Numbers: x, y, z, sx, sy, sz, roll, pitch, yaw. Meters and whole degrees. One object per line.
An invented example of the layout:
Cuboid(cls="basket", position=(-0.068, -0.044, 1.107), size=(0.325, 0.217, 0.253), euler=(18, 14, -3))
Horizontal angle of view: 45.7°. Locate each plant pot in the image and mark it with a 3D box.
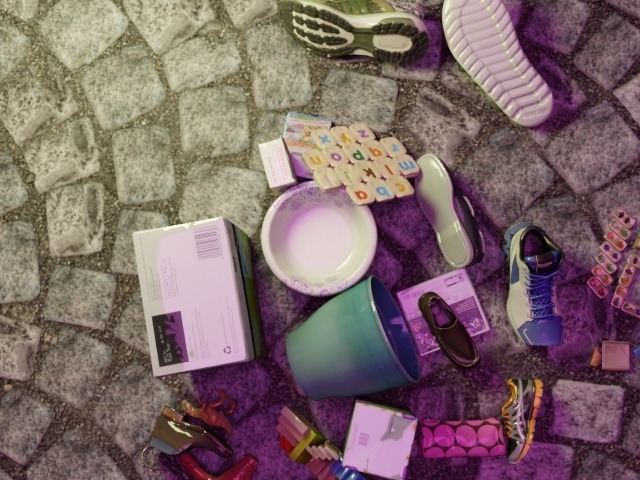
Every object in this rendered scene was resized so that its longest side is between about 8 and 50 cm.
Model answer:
Cuboid(cls="plant pot", position=(0.066, 0.256, 1.820), size=(0.255, 0.271, 0.272), euler=(-24, 82, 13))

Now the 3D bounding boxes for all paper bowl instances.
Cuboid(cls="paper bowl", position=(0.000, 0.000, 1.900), size=(0.284, 0.148, 0.284), euler=(0, 83, 2))

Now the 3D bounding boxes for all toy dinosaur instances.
Cuboid(cls="toy dinosaur", position=(-0.254, 0.435, 1.881), size=(0.211, 0.064, 0.112), euler=(14, 56, 41))

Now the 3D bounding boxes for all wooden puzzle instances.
Cuboid(cls="wooden puzzle", position=(0.737, 0.288, 1.901), size=(0.116, 0.014, 0.079), euler=(9, 88, 4))

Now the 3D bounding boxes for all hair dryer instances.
Cuboid(cls="hair dryer", position=(-0.293, 0.587, 1.877), size=(0.293, 0.080, 0.224), euler=(-10, 82, 0))

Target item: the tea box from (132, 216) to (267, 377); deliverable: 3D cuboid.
Cuboid(cls="tea box", position=(-0.275, 0.139, 1.806), size=(0.219, 0.323, 0.329), euler=(-10, 84, 2))

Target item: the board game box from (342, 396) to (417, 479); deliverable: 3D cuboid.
Cuboid(cls="board game box", position=(0.135, 0.453, 1.775), size=(0.142, 0.275, 0.144), euler=(13, 84, 4))

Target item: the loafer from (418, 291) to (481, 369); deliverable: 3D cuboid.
Cuboid(cls="loafer", position=(0.316, 0.224, 1.871), size=(0.080, 0.078, 0.220), euler=(-37, 83, -3))

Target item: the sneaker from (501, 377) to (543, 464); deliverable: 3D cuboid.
Cuboid(cls="sneaker", position=(0.482, 0.439, 1.863), size=(0.083, 0.084, 0.215), euler=(15, 74, 5))

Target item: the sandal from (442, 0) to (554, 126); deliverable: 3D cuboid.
Cuboid(cls="sandal", position=(0.447, -0.473, 1.969), size=(0.169, 0.102, 0.416), euler=(-30, 96, 13))

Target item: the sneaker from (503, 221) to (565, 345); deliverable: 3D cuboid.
Cuboid(cls="sneaker", position=(0.521, 0.101, 1.848), size=(0.127, 0.182, 0.316), euler=(-8, 83, 3))

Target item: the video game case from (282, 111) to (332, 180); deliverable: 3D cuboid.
Cuboid(cls="video game case", position=(-0.044, -0.247, 1.998), size=(0.119, 0.015, 0.166), euler=(11, 84, 4))

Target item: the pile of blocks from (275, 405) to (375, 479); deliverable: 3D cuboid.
Cuboid(cls="pile of blocks", position=(0.018, 0.559, 1.832), size=(0.362, 0.149, 0.113), euler=(40, 86, 6))

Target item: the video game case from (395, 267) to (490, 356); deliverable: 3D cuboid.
Cuboid(cls="video game case", position=(0.310, 0.180, 1.929), size=(0.190, 0.022, 0.173), euler=(-21, 82, -1))

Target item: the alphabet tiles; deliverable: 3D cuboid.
Cuboid(cls="alphabet tiles", position=(0.101, -0.191, 1.896), size=(0.284, 0.021, 0.278), euler=(-12, 51, -26))

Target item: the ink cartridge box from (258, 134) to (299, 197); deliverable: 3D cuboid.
Cuboid(cls="ink cartridge box", position=(-0.102, -0.182, 1.885), size=(0.067, 0.198, 0.115), euler=(-16, 83, 1))

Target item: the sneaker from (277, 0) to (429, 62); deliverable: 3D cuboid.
Cuboid(cls="sneaker", position=(0.092, -0.585, 1.998), size=(0.410, 0.158, 0.182), euler=(13, 53, 6))

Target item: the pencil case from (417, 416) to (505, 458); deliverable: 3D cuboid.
Cuboid(cls="pencil case", position=(0.343, 0.480, 1.859), size=(0.209, 0.095, 0.098), euler=(-1, 71, 0))

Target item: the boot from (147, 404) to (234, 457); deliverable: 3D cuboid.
Cuboid(cls="boot", position=(-0.321, 0.505, 1.874), size=(0.219, 0.082, 0.106), euler=(26, 75, 22))

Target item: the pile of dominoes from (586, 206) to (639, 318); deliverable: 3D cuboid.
Cuboid(cls="pile of dominoes", position=(0.797, 0.057, 1.912), size=(0.196, 0.040, 0.251), euler=(24, 84, 5))

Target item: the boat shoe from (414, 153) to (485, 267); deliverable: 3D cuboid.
Cuboid(cls="boat shoe", position=(0.327, -0.077, 1.927), size=(0.114, 0.091, 0.303), euler=(-21, 81, 44))
